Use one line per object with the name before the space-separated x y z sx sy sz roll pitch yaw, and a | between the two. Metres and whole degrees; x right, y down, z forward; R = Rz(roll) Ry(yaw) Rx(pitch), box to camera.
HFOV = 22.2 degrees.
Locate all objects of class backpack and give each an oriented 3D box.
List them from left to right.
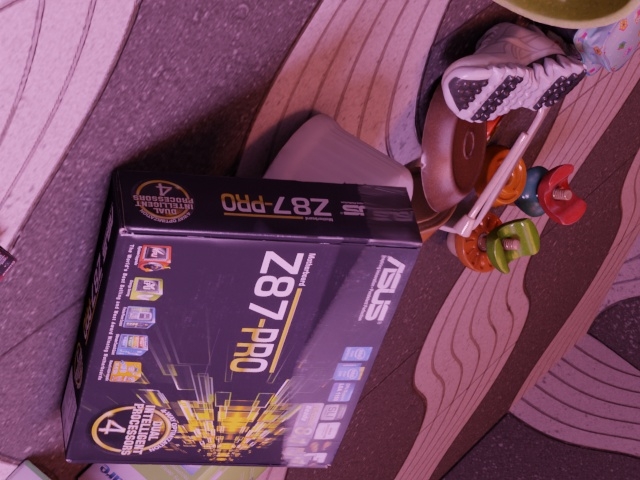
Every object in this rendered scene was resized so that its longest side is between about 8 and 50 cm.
backpack | 0.407 -0.330 2.405 0.166 0.144 0.188 -56 165 -5

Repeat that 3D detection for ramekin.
ramekin | 0.000 0.000 1.953 0.277 0.135 0.277 -59 168 -20

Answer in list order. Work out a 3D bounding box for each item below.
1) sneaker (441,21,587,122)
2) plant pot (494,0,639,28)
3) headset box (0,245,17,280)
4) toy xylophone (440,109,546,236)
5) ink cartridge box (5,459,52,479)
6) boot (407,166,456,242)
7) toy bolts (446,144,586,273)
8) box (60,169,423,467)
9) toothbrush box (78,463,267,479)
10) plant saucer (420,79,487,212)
sneaker | 0.245 -0.238 2.240 0.110 0.118 0.292 -44 161 33
plant pot | 0.285 -0.421 1.799 0.254 0.276 0.276 -58 166 -24
headset box | -0.315 0.024 1.478 0.062 0.032 0.083 -50 163 -4
toy xylophone | 0.258 -0.135 2.446 0.322 0.081 0.236 -61 173 21
ink cartridge box | -0.303 0.366 1.956 0.093 0.154 0.212 -49 161 -17
boot | 0.080 0.033 2.358 0.283 0.109 0.220 -53 173 -37
toy bolts | 0.304 -0.076 2.728 0.228 0.158 0.218 -28 111 -32
box | -0.098 0.097 1.772 0.318 0.097 0.395 2 136 -18
toothbrush box | -0.179 0.300 2.189 0.283 0.122 0.206 -44 161 -25
plant saucer | 0.192 -0.135 2.273 0.198 0.036 0.198 -33 127 -58
